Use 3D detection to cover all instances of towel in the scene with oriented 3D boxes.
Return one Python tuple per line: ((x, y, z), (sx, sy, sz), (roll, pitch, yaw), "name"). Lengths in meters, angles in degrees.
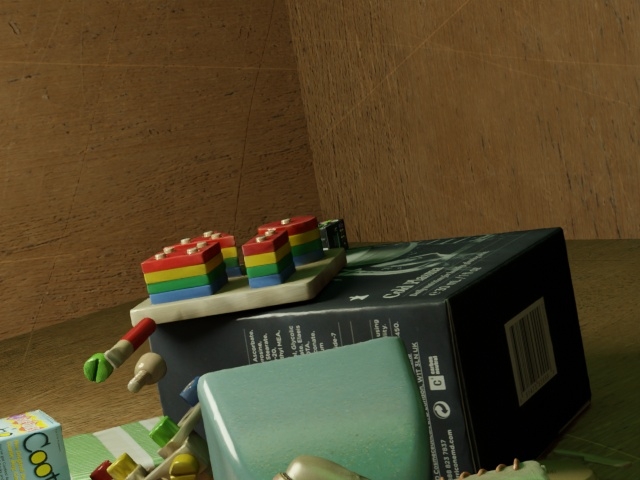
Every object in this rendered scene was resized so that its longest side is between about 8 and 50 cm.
((-0.310, 0.347, 2.186), (0.325, 0.038, 0.248), (-11, 9, -20), "towel")

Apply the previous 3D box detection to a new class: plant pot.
((0.017, 0.290, 1.478), (0.248, 0.247, 0.252), (-11, 26, -9), "plant pot")

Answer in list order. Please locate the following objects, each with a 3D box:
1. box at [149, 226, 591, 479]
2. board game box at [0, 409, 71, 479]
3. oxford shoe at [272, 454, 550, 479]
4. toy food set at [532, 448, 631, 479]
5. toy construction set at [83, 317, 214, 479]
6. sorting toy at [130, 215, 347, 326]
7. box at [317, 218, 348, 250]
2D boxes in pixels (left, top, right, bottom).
((0.088, 0.181, 1.963), (0.472, 0.297, 0.480), (-8, 8, 29), "box")
((-0.473, 0.329, 1.737), (0.275, 0.144, 0.142), (-12, 6, -22), "board game box")
((0.149, 0.268, 1.263), (0.397, 0.146, 0.140), (20, -9, 12), "oxford shoe")
((0.290, 0.308, 1.669), (0.192, 0.038, 0.132), (-10, 10, -44), "toy food set")
((-0.223, 0.279, 1.692), (0.257, 0.309, 0.237), (-16, 11, 17), "toy construction set")
((-0.115, 0.033, 1.890), (0.257, 0.089, 0.255), (-10, 8, 13), "sorting toy")
((0.000, 0.000, 2.112), (0.062, 0.052, 0.083), (-8, 9, 22), "box")
